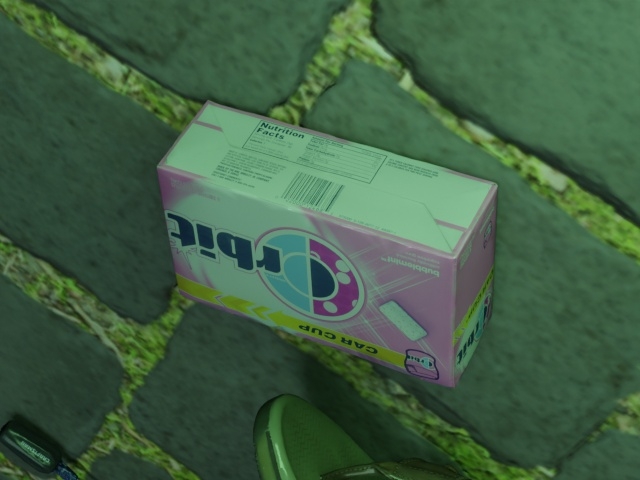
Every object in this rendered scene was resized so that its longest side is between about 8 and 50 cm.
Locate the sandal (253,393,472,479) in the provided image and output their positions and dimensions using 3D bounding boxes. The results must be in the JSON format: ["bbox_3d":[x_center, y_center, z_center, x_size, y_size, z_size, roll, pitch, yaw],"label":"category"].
[{"bbox_3d":[0.081,0.193,1.073,0.302,0.120,0.086,39,114,-10],"label":"sandal"}]

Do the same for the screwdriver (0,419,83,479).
[{"bbox_3d":[-0.181,0.197,1.314,0.170,0.025,0.024,40,142,-8],"label":"screwdriver"}]

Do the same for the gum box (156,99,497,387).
[{"bbox_3d":[0.000,0.000,0.940,0.188,0.062,0.107,18,139,19],"label":"gum box"}]
